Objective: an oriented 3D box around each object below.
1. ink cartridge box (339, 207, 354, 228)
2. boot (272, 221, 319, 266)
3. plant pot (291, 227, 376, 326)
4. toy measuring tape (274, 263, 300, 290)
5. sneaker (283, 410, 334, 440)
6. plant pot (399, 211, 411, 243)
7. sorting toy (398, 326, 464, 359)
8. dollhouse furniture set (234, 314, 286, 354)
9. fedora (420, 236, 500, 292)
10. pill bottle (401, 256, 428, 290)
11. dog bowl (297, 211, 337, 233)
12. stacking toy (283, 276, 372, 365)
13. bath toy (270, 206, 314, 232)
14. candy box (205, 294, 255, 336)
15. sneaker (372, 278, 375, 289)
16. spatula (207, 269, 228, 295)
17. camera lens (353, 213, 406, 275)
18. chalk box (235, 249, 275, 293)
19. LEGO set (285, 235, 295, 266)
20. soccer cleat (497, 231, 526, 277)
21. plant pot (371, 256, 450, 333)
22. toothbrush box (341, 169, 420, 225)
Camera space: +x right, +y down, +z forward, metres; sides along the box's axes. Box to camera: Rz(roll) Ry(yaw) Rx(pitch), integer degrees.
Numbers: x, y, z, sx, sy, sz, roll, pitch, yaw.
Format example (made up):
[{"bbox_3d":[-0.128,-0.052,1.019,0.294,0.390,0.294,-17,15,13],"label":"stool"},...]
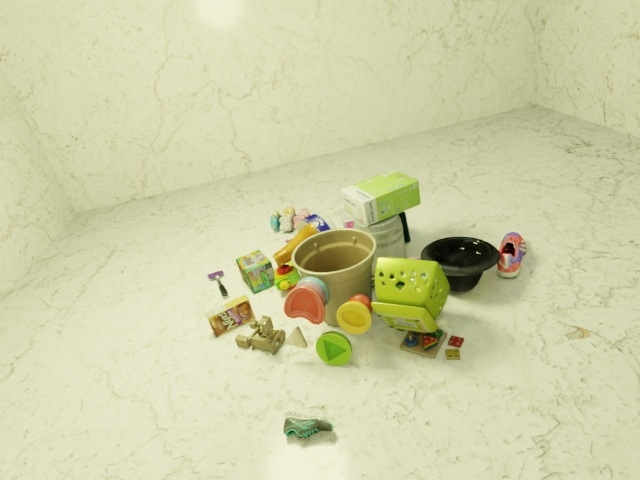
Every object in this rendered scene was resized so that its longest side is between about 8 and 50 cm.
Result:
[{"bbox_3d":[0.273,-0.152,2.511,0.311,0.065,0.186,-13,28,4],"label":"ink cartridge box"},{"bbox_3d":[-0.111,0.034,1.947,0.211,0.104,0.295,-29,-12,-15],"label":"boot"},{"bbox_3d":[0.081,0.162,1.765,0.334,0.305,0.334,-10,29,6],"label":"plant pot"},{"bbox_3d":[-0.157,0.149,2.104,0.121,0.121,0.330,-12,19,1],"label":"toy measuring tape"},{"bbox_3d":[-0.040,0.576,1.342,0.167,0.065,0.076,-3,46,24],"label":"sneaker"},{"bbox_3d":[0.320,-0.071,2.249,0.166,0.165,0.234,-20,21,-13],"label":"plant pot"},{"bbox_3d":[0.377,0.350,1.577,0.275,0.046,0.132,10,36,34],"label":"sorting toy"},{"bbox_3d":[-0.249,0.341,1.729,0.182,0.161,0.101,6,33,29],"label":"dollhouse furniture set"},{"bbox_3d":[0.571,0.109,1.811,0.334,0.152,0.334,-3,24,2],"label":"fedora"},{"bbox_3d":[0.398,0.174,1.805,0.124,0.124,0.221,-6,30,12],"label":"pill bottle"},{"bbox_3d":[0.000,0.000,2.135,0.104,0.264,0.265,-27,32,-21],"label":"dog bowl"},{"bbox_3d":[0.025,0.281,1.588,0.309,0.279,0.130,20,25,11],"label":"stacking toy"},{"bbox_3d":[-0.115,-0.118,2.554,0.348,0.151,0.129,3,-3,26],"label":"bath toy"},{"bbox_3d":[-0.383,0.321,1.875,0.187,0.109,0.053,-24,30,-18],"label":"candy box"},{"bbox_3d":[0.166,0.181,1.938,0.170,0.074,0.063,-2,30,18],"label":"sneaker"},{"bbox_3d":[-0.507,0.210,2.207,0.084,0.030,0.296,-20,29,-17],"label":"spatula"},{"bbox_3d":[0.271,0.009,1.996,0.219,0.274,0.219,-10,28,5],"label":"camera lens"},{"bbox_3d":[-0.301,0.158,2.113,0.132,0.132,0.213,-23,29,-19],"label":"chalk box"},{"bbox_3d":[-0.100,0.097,2.162,0.107,0.132,0.287,-30,38,-13],"label":"LEGO set"},{"bbox_3d":[0.824,0.032,1.893,0.109,0.116,0.318,4,33,29],"label":"soccer cleat"},{"bbox_3d":[0.316,0.203,1.564,0.228,0.227,0.207,3,63,30],"label":"plant pot"},{"bbox_3d":[0.267,-0.195,1.949,0.283,0.122,0.206,-22,30,-18],"label":"toothbrush box"}]
